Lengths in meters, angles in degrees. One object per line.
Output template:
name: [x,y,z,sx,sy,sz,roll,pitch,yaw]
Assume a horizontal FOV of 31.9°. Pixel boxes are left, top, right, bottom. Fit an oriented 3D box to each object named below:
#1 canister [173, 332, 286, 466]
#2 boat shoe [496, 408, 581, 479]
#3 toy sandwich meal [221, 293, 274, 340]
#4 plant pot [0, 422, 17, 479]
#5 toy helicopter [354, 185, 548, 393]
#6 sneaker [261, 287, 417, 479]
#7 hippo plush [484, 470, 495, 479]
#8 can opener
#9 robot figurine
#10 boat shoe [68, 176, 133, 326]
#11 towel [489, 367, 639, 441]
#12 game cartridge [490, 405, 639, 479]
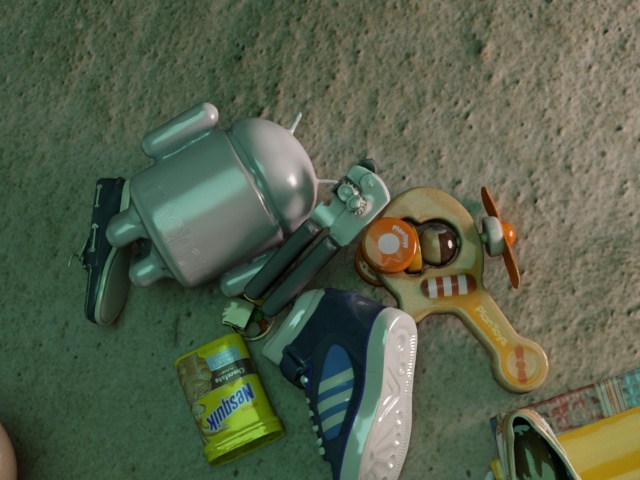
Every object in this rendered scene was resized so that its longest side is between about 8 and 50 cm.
canister: [-0.143,0.242,1.716,0.126,0.073,0.170,-26,69,3]
boat shoe: [0.308,0.369,1.488,0.113,0.103,0.302,-25,67,3]
toy sandwich meal: [-0.114,0.117,1.768,0.085,0.029,0.086,-3,74,10]
plant pot: [-0.576,0.364,1.702,0.284,0.191,0.284,-3,74,11]
toy helicopter: [0.228,0.069,1.685,0.235,0.140,0.355,-36,81,-10]
sneaker: [0.010,0.232,1.680,0.236,0.130,0.323,12,95,37]
hippo plush: [0.146,0.469,1.505,0.294,0.236,0.234,-26,71,3]
can opener: [0.000,0.000,1.671,0.074,0.093,0.280,44,105,5]
robot figurine: [-0.154,-0.059,1.732,0.353,0.200,0.300,-29,106,-2]
boat shoe: [-0.351,0.014,1.810,0.079,0.095,0.255,4,73,10]
towel: [0.423,0.385,1.581,0.271,0.040,0.370,-19,71,4]
game cartridge: [0.421,0.406,1.528,0.285,0.053,0.324,-22,70,4]
